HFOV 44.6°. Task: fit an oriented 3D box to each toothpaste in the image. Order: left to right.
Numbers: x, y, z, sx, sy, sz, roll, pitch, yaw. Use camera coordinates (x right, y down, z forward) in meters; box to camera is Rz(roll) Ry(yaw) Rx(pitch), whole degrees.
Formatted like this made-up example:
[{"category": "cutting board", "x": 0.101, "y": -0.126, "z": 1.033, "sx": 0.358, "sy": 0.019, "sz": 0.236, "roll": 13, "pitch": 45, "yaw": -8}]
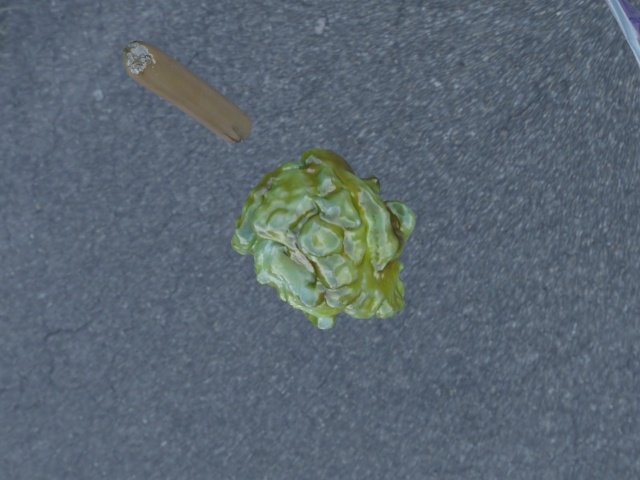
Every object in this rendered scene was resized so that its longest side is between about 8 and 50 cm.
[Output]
[{"category": "toothpaste", "x": 0.421, "y": -0.294, "z": 1.055, "sx": 0.301, "sy": 0.075, "sz": 0.048, "roll": 63, "pitch": 148, "yaw": 13}]

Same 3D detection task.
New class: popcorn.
[{"category": "popcorn", "x": 0.003, "y": 0.003, "z": 1.348, "sx": 0.279, "sy": 0.274, "sz": 0.335, "roll": 9, "pitch": 158, "yaw": 23}]

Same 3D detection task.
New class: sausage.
[{"category": "sausage", "x": -0.080, "y": -0.089, "z": 0.477, "sx": 0.026, "sy": 0.116, "sz": 0.026, "roll": -6, "pitch": 75, "yaw": 23}]
